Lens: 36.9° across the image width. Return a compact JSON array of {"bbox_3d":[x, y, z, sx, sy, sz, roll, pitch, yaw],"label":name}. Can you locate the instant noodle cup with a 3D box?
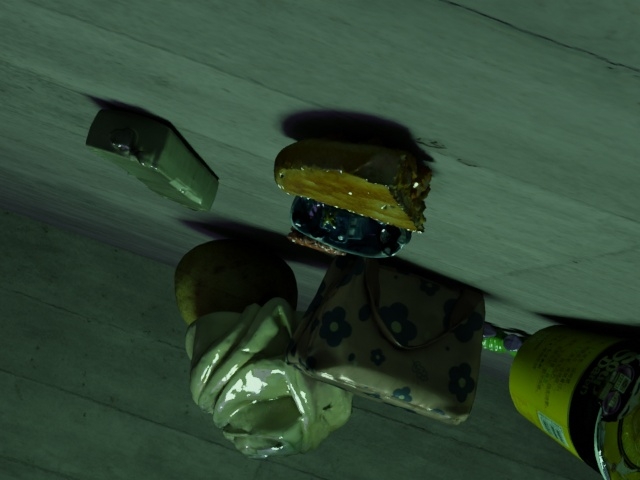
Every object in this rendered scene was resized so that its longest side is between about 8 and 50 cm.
[{"bbox_3d":[0.379,0.212,1.291,0.215,0.215,0.236,23,178,-28],"label":"instant noodle cup"}]

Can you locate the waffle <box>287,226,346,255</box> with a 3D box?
[{"bbox_3d":[0.000,0.000,1.263,0.083,0.029,0.075,21,175,-39],"label":"waffle"}]

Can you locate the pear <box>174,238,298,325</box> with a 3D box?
[{"bbox_3d":[-0.139,0.097,1.674,0.228,0.188,0.211,25,180,-38],"label":"pear"}]

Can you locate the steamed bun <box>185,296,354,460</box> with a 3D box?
[{"bbox_3d":[-0.085,0.236,1.502,0.280,0.207,0.268,30,142,-35],"label":"steamed bun"}]

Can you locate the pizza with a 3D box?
[{"bbox_3d":[0.032,-0.050,0.766,0.134,0.046,0.175,25,170,-36],"label":"pizza"}]

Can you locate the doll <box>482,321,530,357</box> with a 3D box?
[{"bbox_3d":[0.320,0.181,1.712,0.190,0.050,0.115,14,164,41],"label":"doll"}]

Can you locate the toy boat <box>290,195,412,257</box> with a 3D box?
[{"bbox_3d":[0.029,-0.017,0.955,0.137,0.060,0.061,19,-165,26],"label":"toy boat"}]

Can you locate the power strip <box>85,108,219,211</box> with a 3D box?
[{"bbox_3d":[-0.169,-0.078,1.043,0.080,0.048,0.286,20,173,10],"label":"power strip"}]

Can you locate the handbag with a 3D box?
[{"bbox_3d":[0.099,0.131,1.350,0.251,0.193,0.190,21,174,-16],"label":"handbag"}]
